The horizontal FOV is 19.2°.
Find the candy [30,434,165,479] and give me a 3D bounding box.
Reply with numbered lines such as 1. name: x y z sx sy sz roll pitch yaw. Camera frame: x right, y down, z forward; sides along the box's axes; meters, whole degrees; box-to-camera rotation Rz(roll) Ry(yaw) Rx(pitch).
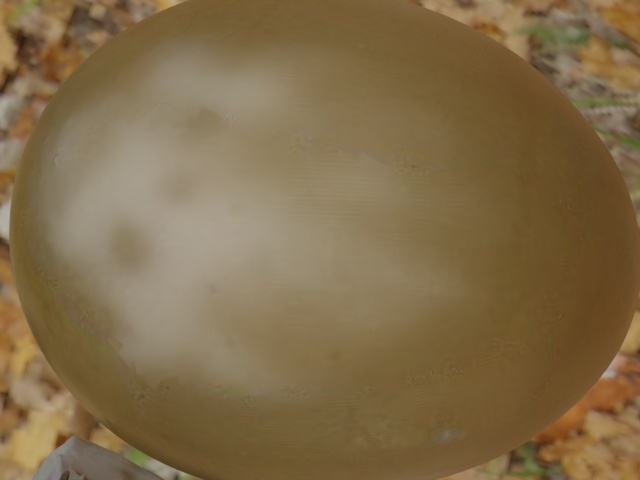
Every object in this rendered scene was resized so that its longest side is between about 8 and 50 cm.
1. candy: -0.174 0.260 1.398 0.195 0.184 0.137 -51 16 24

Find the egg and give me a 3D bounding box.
1. egg: 0.000 0.000 1.118 0.373 0.301 0.301 1 77 16
